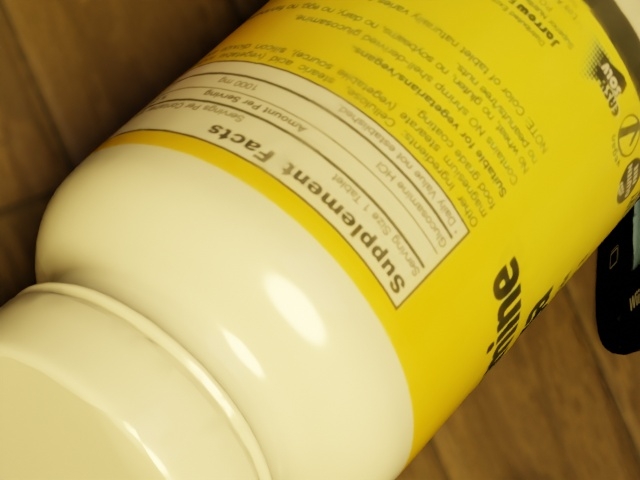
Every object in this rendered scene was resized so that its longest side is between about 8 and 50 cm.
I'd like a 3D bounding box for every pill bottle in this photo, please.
[{"bbox_3d":[0.000,0.000,0.866,0.188,0.188,0.334,51,56,-9],"label":"pill bottle"}]

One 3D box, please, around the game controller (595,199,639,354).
[{"bbox_3d":[0.188,-0.057,0.935,0.067,0.319,0.166,17,68,-3],"label":"game controller"}]
